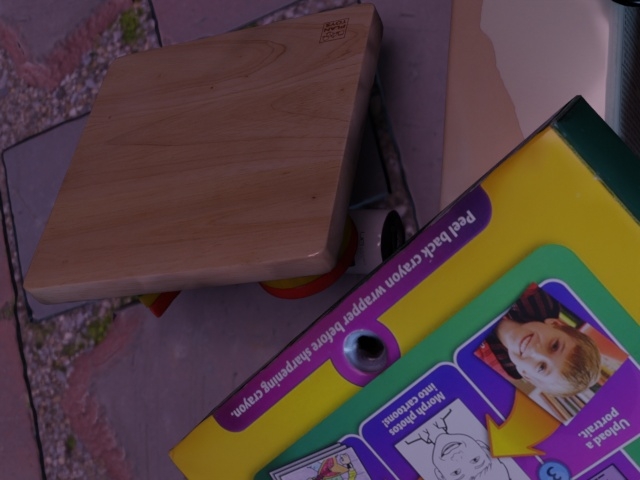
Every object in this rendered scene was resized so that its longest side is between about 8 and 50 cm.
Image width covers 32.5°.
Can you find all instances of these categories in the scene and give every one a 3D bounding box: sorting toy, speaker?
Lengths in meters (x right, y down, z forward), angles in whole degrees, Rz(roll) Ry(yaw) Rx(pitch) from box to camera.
[{"bbox_3d":[-0.076,-0.051,0.890,0.257,0.089,0.255,-7,50,24],"label":"sorting toy"},{"bbox_3d":[0.000,0.000,0.914,0.136,0.055,0.055,2,83,25],"label":"speaker"}]

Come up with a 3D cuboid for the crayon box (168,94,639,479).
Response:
[{"bbox_3d":[0.128,0.145,0.713,0.313,0.106,0.363,49,118,2],"label":"crayon box"}]

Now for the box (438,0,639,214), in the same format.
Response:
[{"bbox_3d":[0.173,-0.146,0.806,0.121,0.148,0.311,1,81,26],"label":"box"}]

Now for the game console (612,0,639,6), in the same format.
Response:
[{"bbox_3d":[0.335,-0.242,0.716,0.361,0.044,0.213,-23,79,-7],"label":"game console"}]
